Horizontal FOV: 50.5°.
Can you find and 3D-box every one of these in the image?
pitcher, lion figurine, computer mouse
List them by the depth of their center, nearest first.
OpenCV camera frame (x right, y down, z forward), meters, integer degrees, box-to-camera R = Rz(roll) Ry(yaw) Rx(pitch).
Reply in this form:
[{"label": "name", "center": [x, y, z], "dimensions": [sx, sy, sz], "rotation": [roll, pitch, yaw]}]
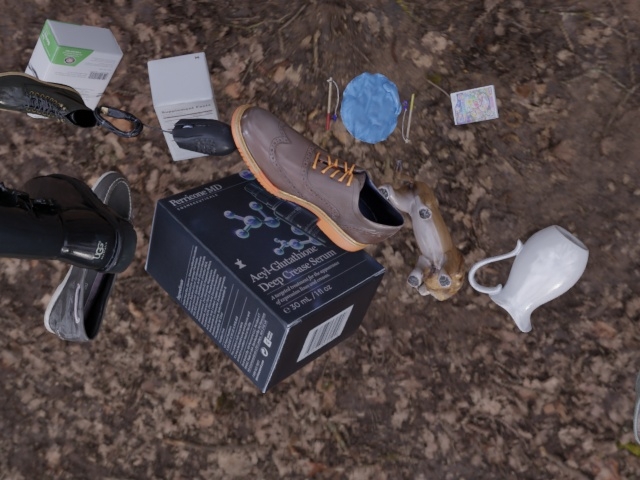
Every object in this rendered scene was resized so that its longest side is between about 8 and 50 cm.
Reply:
[{"label": "computer mouse", "center": [-0.250, -0.190, 1.111], "dimensions": [0.242, 0.071, 0.041], "rotation": [10, 144, -7]}, {"label": "pitcher", "center": [0.424, 0.058, 1.390], "dimensions": [0.178, 0.125, 0.207], "rotation": [36, 111, 1]}, {"label": "lion figurine", "center": [0.255, -0.023, 1.628], "dimensions": [0.142, 0.240, 0.391], "rotation": [-7, 105, 23]}]

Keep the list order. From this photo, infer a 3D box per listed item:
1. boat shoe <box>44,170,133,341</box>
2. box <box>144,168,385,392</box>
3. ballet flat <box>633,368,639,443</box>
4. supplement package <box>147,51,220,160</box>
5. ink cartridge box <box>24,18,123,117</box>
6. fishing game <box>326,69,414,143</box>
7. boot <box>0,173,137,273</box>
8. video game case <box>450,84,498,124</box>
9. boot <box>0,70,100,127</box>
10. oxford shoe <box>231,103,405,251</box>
[{"label": "boat shoe", "center": [-0.415, 0.033, 1.296], "dimensions": [0.096, 0.112, 0.335], "rotation": [13, 80, 27]}, {"label": "box", "center": [-0.122, 0.062, 1.423], "dimensions": [0.395, 0.294, 0.211], "rotation": [40, 133, 23]}, {"label": "ballet flat", "center": [0.360, 0.103, 0.672], "dimensions": [0.072, 0.068, 0.213], "rotation": [16, 102, -8]}, {"label": "supplement package", "center": [-0.243, -0.242, 1.251], "dimensions": [0.105, 0.179, 0.105], "rotation": [-11, 65, -5]}, {"label": "ink cartridge box", "center": [-0.586, -0.391, 1.582], "dimensions": [0.219, 0.160, 0.092], "rotation": [-45, 65, 36]}, {"label": "fishing game", "center": [0.130, -0.353, 1.804], "dimensions": [0.264, 0.041, 0.189], "rotation": [0, 97, -26]}, {"label": "boot", "center": [-0.357, -0.036, 0.774], "dimensions": [0.207, 0.247, 0.094], "rotation": [15, 98, -50]}, {"label": "video game case", "center": [0.414, -0.364, 1.830], "dimensions": [0.122, 0.011, 0.087], "rotation": [-4, 102, 37]}, {"label": "boot", "center": [-0.520, -0.256, 1.260], "dimensions": [0.198, 0.137, 0.076], "rotation": [-7, 122, -41]}, {"label": "oxford shoe", "center": [0.005, -0.120, 1.175], "dimensions": [0.133, 0.129, 0.364], "rotation": [-17, 136, 43]}]
